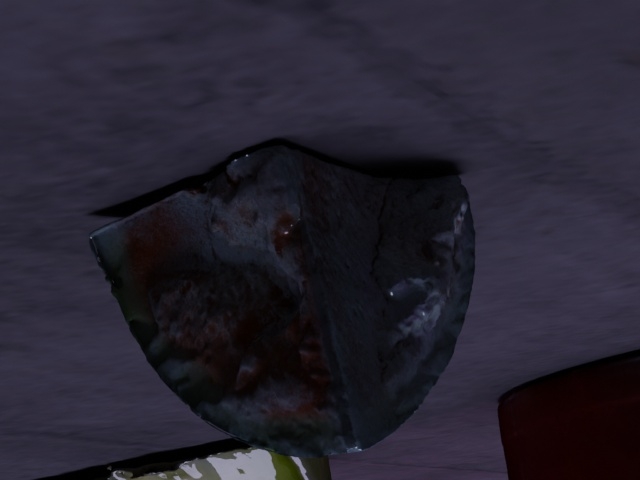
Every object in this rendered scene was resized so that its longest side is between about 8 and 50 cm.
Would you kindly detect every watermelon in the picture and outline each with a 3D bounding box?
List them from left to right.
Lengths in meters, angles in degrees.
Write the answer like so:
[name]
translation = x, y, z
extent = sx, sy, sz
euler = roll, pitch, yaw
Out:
[watermelon]
translation = 0.000, 0.000, 0.375
extent = 0.085, 0.085, 0.061
euler = -8, 138, -4

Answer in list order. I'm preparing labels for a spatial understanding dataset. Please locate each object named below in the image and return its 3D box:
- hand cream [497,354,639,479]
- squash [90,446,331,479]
[hand cream]
translation = 0.198, 0.125, 0.807
extent = 0.230, 0.149, 0.230
euler = -10, 165, -3
[squash]
translation = -0.073, 0.195, 0.911
extent = 0.237, 0.155, 0.204
euler = -12, 169, 22
